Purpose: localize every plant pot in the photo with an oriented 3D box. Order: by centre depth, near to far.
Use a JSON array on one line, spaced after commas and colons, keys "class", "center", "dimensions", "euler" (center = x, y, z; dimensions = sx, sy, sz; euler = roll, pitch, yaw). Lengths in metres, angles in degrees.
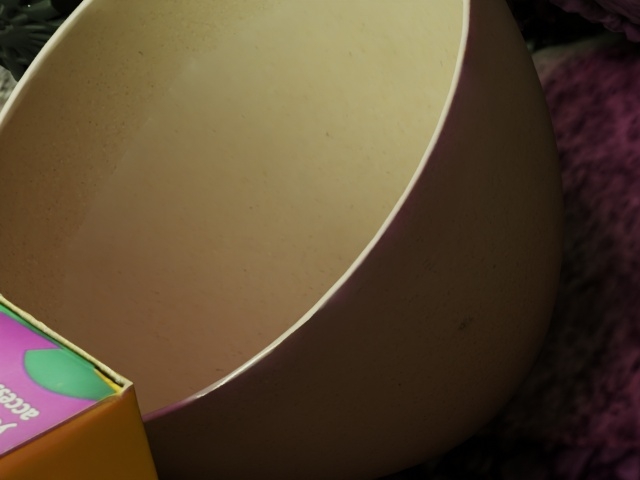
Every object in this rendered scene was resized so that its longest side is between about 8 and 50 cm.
[{"class": "plant pot", "center": [0.000, 0.000, 0.904], "dimensions": [0.284, 0.191, 0.284], "euler": [-25, 46, 28]}]

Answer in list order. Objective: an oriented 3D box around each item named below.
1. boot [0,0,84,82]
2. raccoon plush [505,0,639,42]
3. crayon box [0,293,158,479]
[{"class": "boot", "center": [-0.133, -0.227, 1.097], "dimensions": [0.131, 0.348, 0.260], "euler": [-2, 63, 41]}, {"class": "raccoon plush", "center": [0.166, -0.265, 0.967], "dimensions": [0.446, 0.216, 0.299], "euler": [10, 59, 47]}, {"class": "crayon box", "center": [-0.173, 0.153, 0.851], "dimensions": [0.106, 0.313, 0.363], "euler": [-25, 30, -28]}]
